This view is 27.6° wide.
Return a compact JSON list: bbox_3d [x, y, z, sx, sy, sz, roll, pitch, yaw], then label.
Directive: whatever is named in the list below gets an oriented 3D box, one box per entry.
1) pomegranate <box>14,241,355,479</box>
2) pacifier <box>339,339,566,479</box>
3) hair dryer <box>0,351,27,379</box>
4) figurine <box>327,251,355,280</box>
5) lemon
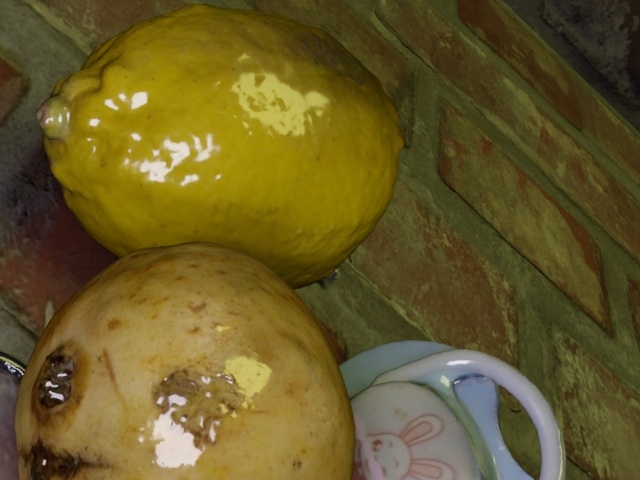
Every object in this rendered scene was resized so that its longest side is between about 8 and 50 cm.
[{"bbox_3d":[-0.091,0.129,0.907,0.260,0.260,0.260,37,27,-23],"label":"pomegranate"},{"bbox_3d":[0.106,0.226,1.161,0.287,0.238,0.226,64,1,35],"label":"pacifier"},{"bbox_3d":[-0.235,0.105,0.973,0.083,0.031,0.079,27,39,-11],"label":"hair dryer"},{"bbox_3d":[0.000,0.000,1.444,0.094,0.082,0.086,63,10,6],"label":"figurine"},{"bbox_3d":[-0.087,-0.078,1.181,0.316,0.285,0.285,-18,60,-16],"label":"lemon"}]
